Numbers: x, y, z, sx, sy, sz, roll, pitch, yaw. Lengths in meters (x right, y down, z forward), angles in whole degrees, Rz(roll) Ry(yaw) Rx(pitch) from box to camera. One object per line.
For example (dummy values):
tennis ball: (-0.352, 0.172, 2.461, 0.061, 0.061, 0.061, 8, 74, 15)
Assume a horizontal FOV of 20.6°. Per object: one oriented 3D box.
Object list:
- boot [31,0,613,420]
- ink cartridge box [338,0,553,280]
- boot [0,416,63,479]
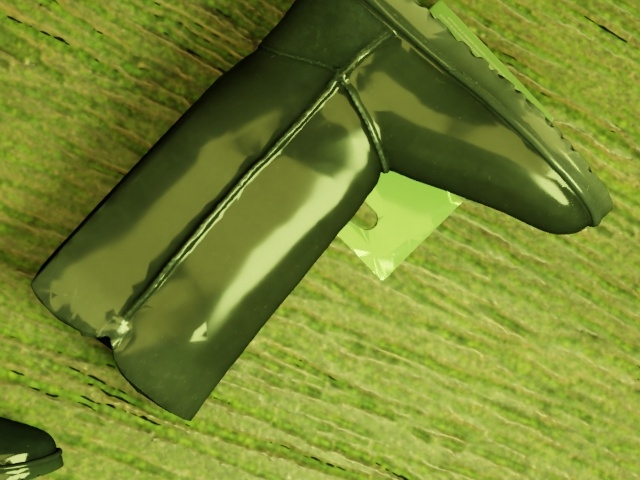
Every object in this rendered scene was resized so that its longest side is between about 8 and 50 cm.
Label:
boot: (-0.002, -0.001, 1.670, 0.367, 0.146, 0.445, 43, 87, 7)
ink cartridge box: (0.093, -0.100, 1.773, 0.235, 0.056, 0.171, -45, 95, -10)
boot: (-0.372, 0.130, 1.663, 0.246, 0.094, 0.207, -3, 92, -3)
